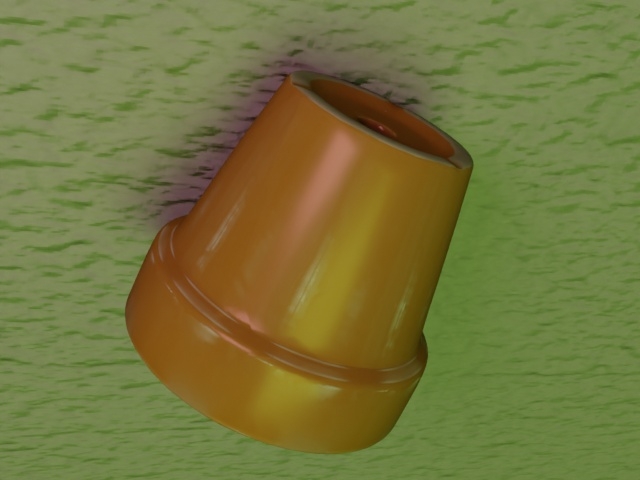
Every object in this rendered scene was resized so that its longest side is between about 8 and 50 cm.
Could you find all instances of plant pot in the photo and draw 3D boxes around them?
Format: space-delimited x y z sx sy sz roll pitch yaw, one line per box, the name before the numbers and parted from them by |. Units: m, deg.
plant pot | 0.000 0.000 0.530 0.205 0.205 0.188 16 113 -24
